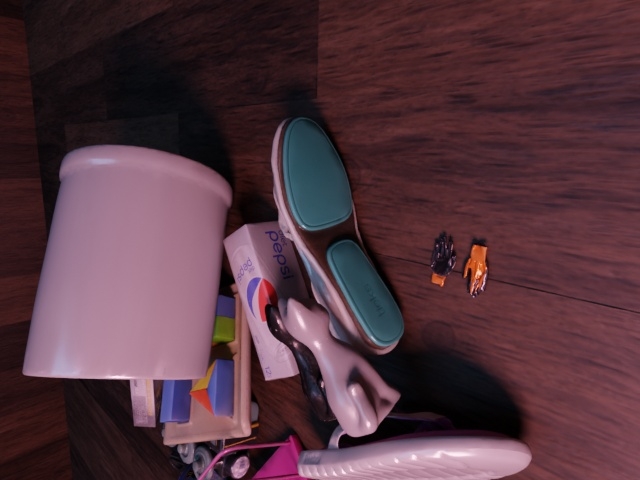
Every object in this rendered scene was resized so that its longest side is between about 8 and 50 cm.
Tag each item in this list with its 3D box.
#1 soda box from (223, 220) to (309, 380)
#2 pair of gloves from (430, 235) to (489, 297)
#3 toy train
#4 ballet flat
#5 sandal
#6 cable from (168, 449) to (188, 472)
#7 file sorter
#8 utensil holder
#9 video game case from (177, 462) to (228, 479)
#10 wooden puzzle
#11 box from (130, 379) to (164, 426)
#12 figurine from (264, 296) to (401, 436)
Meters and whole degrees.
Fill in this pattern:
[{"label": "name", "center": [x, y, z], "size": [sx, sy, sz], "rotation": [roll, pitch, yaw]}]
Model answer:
[{"label": "soda box", "center": [-0.087, 0.110, 0.778], "size": [0.091, 0.098, 0.286], "rotation": [-27, 77, 43]}, {"label": "pair of gloves", "center": [0.189, 0.035, 0.555], "size": [0.083, 0.010, 0.074], "rotation": [18, 111, 44]}, {"label": "toy train", "center": [-0.278, 0.441, 1.007], "size": [0.334, 0.142, 0.190], "rotation": [7, 89, 46]}, {"label": "ballet flat", "center": [0.000, 0.000, 0.661], "size": [0.139, 0.139, 0.400], "rotation": [-30, 79, 43]}, {"label": "sandal", "center": [0.096, 0.303, 0.616], "size": [0.416, 0.169, 0.102], "rotation": [-34, 41, 41]}, {"label": "cable", "center": [-0.378, 0.637, 1.204], "size": [0.139, 0.072, 0.287], "rotation": [38, 138, 8]}, {"label": "file sorter", "center": [-0.114, 0.553, 0.742], "size": [0.202, 0.182, 0.291], "rotation": [-55, 42, 22]}, {"label": "utensil holder", "center": [-0.353, 0.062, 0.789], "size": [0.327, 0.327, 0.385], "rotation": [-17, 64, 45]}, {"label": "video game case", "center": [-0.290, 0.671, 0.972], "size": [0.061, 0.269, 0.244], "rotation": [-4, 94, 8]}, {"label": "wooden puzzle", "center": [-0.273, 0.271, 0.908], "size": [0.348, 0.080, 0.322], "rotation": [-28, 56, 39]}, {"label": "box", "center": [-0.426, 0.322, 1.041], "size": [0.183, 0.056, 0.231], "rotation": [-98, 15, -63]}, {"label": "figurine", "center": [-0.005, 0.171, 0.611], "size": [0.209, 0.092, 0.215], "rotation": [53, 158, 2]}]
